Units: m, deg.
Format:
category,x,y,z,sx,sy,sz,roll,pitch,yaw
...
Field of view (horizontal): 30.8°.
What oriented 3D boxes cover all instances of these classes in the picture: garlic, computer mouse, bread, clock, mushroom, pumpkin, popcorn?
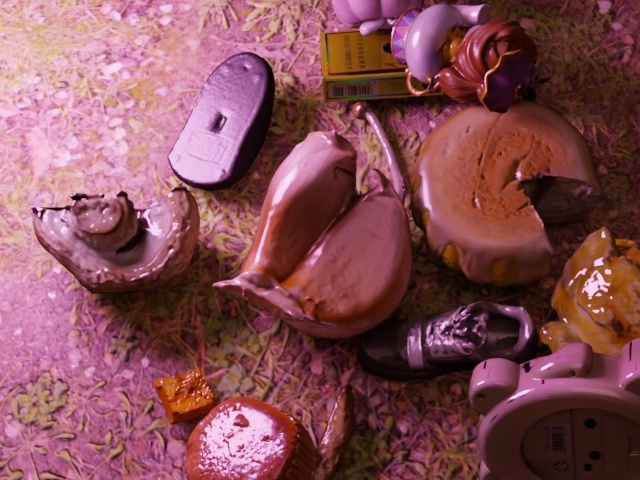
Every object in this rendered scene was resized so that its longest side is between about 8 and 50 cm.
category,x,y,z,sx,sy,sz,roll,pitch,yaw
garlic,0.000,0.000,1.870,0.286,0.249,0.313,16,67,35
computer mouse,-0.162,-0.201,2.048,0.138,0.086,0.269,18,74,21
bread,-0.109,0.326,1.741,0.199,0.104,0.199,-15,47,17
clock,0.380,0.275,1.686,0.310,0.284,0.114,-1,34,16
mushroom,0.116,-0.127,2.009,0.068,0.043,0.306,4,51,-28
pumpkin,-0.216,0.249,1.849,0.083,0.054,0.074,-14,65,-28
bread,0.296,-0.079,1.924,0.333,0.160,0.333,-1,62,2
popcorn,0.456,0.130,1.785,0.226,0.276,0.276,29,67,-4
mushroom,-0.333,0.009,1.909,0.267,0.189,0.164,-5,83,-14

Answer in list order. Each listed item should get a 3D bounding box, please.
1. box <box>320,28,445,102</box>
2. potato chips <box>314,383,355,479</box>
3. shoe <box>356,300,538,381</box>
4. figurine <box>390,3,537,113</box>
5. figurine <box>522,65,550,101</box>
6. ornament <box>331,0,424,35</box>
category,x,y,z,sx,sy,sz,roll,pitch,yaw
box,0.111,-0.319,2.088,0.220,0.064,0.141,-2,45,1
potato chips,-0.040,0.393,1.765,0.080,0.057,0.407,29,69,19
shoe,0.203,0.146,1.825,0.293,0.149,0.109,-3,65,0
figurine,0.245,-0.304,1.919,0.263,0.142,0.189,27,89,37
figurine,0.317,-0.297,2.053,0.126,0.147,0.192,-43,48,5
ornament,0.102,-0.440,2.048,0.178,0.177,0.177,-1,64,2
